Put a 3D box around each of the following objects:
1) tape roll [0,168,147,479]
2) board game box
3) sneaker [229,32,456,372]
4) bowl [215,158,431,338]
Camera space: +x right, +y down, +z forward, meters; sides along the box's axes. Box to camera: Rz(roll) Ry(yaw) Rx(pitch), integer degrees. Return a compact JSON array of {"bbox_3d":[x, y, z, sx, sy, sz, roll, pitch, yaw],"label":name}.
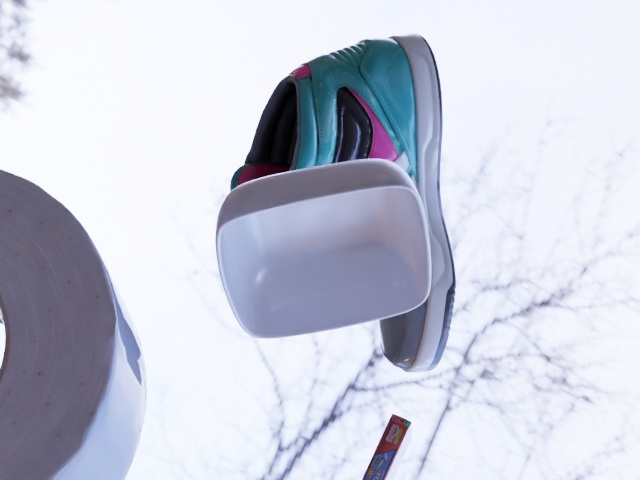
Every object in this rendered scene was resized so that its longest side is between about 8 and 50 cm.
[{"bbox_3d":[-0.199,0.069,0.741,0.219,0.072,0.219,-3,-120,6],"label":"tape roll"},{"bbox_3d":[0.034,0.335,1.694,0.027,0.145,0.281,24,-102,8],"label":"board game box"},{"bbox_3d":[0.015,-0.024,1.291,0.124,0.178,0.296,-170,-106,-69],"label":"sneaker"},{"bbox_3d":[0.000,0.000,1.027,0.142,0.142,0.053,-12,-131,-1],"label":"bowl"}]
